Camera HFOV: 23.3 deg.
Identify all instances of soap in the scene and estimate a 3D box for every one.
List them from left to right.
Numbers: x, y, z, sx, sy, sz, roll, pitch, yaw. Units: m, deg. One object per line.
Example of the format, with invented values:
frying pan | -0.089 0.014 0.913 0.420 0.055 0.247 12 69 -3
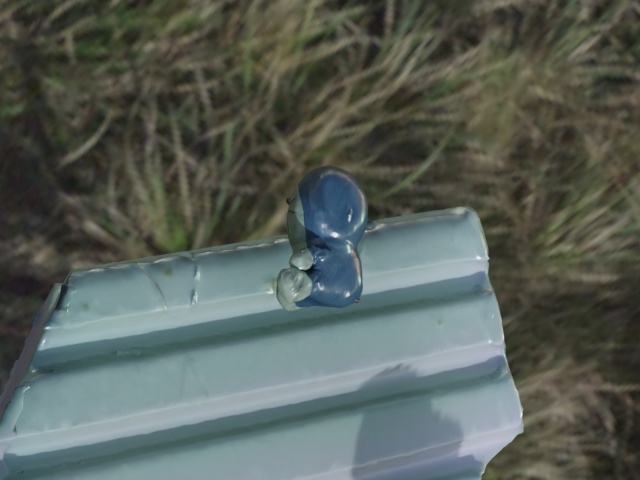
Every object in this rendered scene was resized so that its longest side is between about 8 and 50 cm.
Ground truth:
soap | -0.065 0.136 1.202 0.446 0.156 0.261 -10 87 -29

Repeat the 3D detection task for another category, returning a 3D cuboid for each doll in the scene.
doll | 0.000 0.000 0.885 0.050 0.076 0.083 6 79 -6
